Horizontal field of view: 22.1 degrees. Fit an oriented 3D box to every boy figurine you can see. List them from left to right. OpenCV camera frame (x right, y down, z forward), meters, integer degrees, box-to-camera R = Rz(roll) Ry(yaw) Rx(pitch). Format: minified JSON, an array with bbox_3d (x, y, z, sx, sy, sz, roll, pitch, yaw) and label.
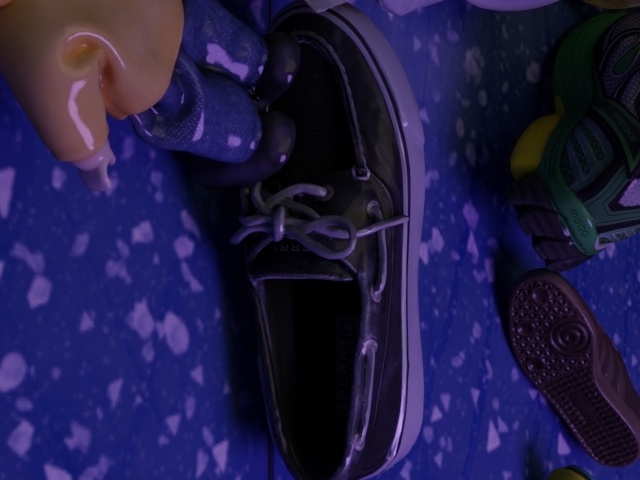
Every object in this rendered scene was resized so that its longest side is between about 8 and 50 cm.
[{"bbox_3d":[-0.131,-0.115,0.905,0.285,0.092,0.177,24,60,-43],"label":"boy figurine"}]

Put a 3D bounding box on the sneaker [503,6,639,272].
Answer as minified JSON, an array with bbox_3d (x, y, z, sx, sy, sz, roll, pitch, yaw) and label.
[{"bbox_3d":[0.260,-0.093,1.292,0.134,0.146,0.343,60,31,-20],"label":"sneaker"}]

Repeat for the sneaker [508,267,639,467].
[{"bbox_3d":[0.199,0.090,1.286,0.188,0.066,0.071,62,24,-24],"label":"sneaker"}]

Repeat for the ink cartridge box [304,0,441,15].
[{"bbox_3d":[0.000,-0.200,1.061,0.145,0.045,0.179,48,43,14],"label":"ink cartridge box"}]

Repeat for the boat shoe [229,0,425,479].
[{"bbox_3d":[-0.004,0.001,1.017,0.105,0.113,0.306,-8,98,-64],"label":"boat shoe"}]

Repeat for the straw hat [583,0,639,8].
[{"bbox_3d":[0.247,-0.270,1.388,0.061,0.144,0.144,-103,174,-78],"label":"straw hat"}]

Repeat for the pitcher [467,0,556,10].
[{"bbox_3d":[0.151,-0.276,1.253,0.178,0.125,0.207,38,48,-65],"label":"pitcher"}]

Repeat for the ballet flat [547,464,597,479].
[{"bbox_3d":[0.212,0.283,1.248,0.077,0.077,0.231,-35,112,-29],"label":"ballet flat"}]
